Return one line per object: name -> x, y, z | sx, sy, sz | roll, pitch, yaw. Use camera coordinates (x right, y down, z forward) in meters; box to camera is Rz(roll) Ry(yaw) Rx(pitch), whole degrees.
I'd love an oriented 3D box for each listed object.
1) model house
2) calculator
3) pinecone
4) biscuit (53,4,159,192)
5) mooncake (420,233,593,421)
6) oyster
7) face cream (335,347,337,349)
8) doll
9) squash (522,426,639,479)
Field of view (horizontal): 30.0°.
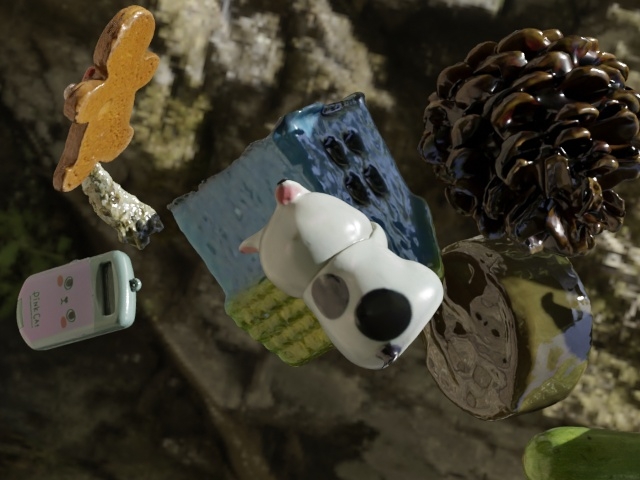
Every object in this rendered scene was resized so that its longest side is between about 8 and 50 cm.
model house -> 0.000, 0.000, 1.478 | 0.237, 0.303, 0.215 | -34, 171, 36
calculator -> -0.413, 0.103, 2.046 | 0.045, 0.246, 0.141 | 35, 44, -61
pinecone -> 0.225, -0.105, 1.266 | 0.257, 0.243, 0.244 | -70, 176, -53
biscuit -> -0.327, -0.229, 1.837 | 0.205, 0.049, 0.324 | -44, 166, -44
mooncake -> 0.262, 0.126, 1.777 | 0.284, 0.155, 0.285 | 29, -56, 56
oyster -> -0.358, -0.062, 2.107 | 0.061, 0.199, 0.106 | -8, -119, 49
face cream -> 0.034, 0.036, 1.766 | 0.195, 0.175, 0.175 | -44, -173, 8
doll -> 0.023, 0.032, 1.078 | 0.110, 0.181, 0.107 | -52, 165, 29
squash -> 0.500, 0.361, 1.893 | 0.118, 0.370, 0.118 | -175, -90, -82
